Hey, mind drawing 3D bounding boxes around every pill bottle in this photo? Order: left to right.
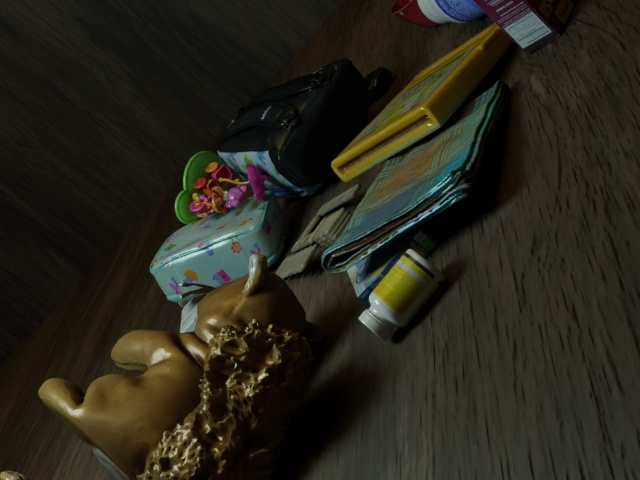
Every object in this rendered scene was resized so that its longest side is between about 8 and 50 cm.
[{"bbox_3d":[0.105,0.073,1.411,0.116,0.065,0.065,-50,15,-1],"label":"pill bottle"},{"bbox_3d":[0.296,-0.508,2.072,0.152,0.152,0.272,-55,17,-18],"label":"pill bottle"}]

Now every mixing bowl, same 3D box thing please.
[{"bbox_3d":[0.251,-0.537,2.365,0.181,0.098,0.181,-46,16,17],"label":"mixing bowl"}]

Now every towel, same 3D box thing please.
[{"bbox_3d":[0.150,-0.103,1.624,0.271,0.040,0.370,-33,14,32],"label":"towel"}]

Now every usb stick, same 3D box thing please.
[{"bbox_3d":[0.069,-0.317,2.461,0.278,0.045,0.077,-28,34,54],"label":"usb stick"}]

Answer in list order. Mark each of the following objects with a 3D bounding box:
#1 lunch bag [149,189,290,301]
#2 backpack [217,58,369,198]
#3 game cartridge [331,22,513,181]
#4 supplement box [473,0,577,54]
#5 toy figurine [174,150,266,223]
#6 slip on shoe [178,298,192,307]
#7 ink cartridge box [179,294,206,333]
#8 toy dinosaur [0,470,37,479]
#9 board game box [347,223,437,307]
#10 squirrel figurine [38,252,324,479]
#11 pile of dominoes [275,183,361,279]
[{"bbox_3d":[-0.195,0.010,2.194,0.279,0.108,0.224,-21,19,16],"label":"lunch bag"},{"bbox_3d":[-0.069,-0.218,2.292,0.355,0.273,0.290,6,57,46],"label":"backpack"},{"bbox_3d":[0.188,-0.254,1.881,0.285,0.052,0.323,-28,18,53],"label":"game cartridge"},{"bbox_3d":[0.312,-0.407,1.724,0.081,0.188,0.104,-26,28,54],"label":"supplement box"},{"bbox_3d":[-0.188,-0.103,2.163,0.159,0.130,0.173,3,46,39],"label":"toy figurine"},{"bbox_3d":[-0.270,0.100,2.426,0.135,0.051,0.041,-44,27,-2],"label":"slip on shoe"},{"bbox_3d":[-0.233,0.150,2.180,0.099,0.056,0.135,-47,16,11],"label":"ink cartridge box"},{"bbox_3d":[-0.550,0.481,1.963,0.164,0.218,0.322,-39,55,-16],"label":"toy dinosaur"},{"bbox_3d":[0.100,0.015,1.614,0.136,0.035,0.201,-47,15,7],"label":"board game box"},{"bbox_3d":[-0.132,0.207,1.513,0.370,0.281,0.397,-45,27,-22],"label":"squirrel figurine"},{"bbox_3d":[0.000,0.000,1.970,0.196,0.040,0.251,-55,8,-16],"label":"pile of dominoes"}]
